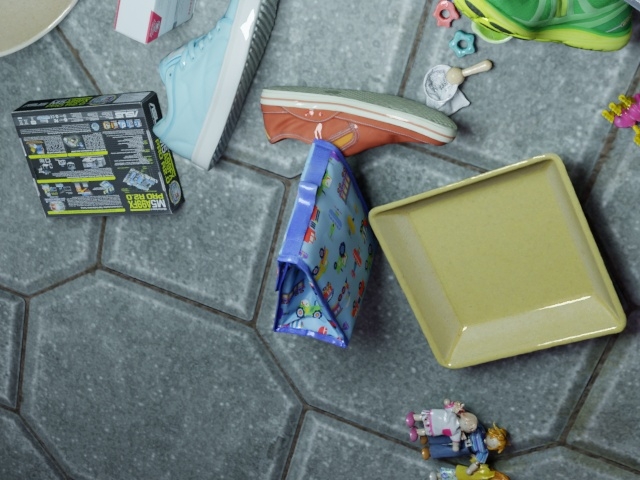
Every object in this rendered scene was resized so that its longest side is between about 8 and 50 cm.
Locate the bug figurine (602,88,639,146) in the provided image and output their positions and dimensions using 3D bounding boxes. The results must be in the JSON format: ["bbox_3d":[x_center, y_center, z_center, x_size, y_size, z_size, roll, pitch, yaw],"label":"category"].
[{"bbox_3d":[0.545,-0.186,1.448,0.279,0.072,0.216,41,129,-12],"label":"bug figurine"}]

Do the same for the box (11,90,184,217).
[{"bbox_3d":[-0.399,-0.150,1.799,0.270,0.060,0.216,-2,119,20],"label":"box"}]

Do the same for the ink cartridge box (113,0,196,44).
[{"bbox_3d":[-0.251,-0.385,1.560,0.063,0.150,0.109,24,123,10],"label":"ink cartridge box"}]

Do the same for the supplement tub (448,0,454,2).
[{"bbox_3d":[0.139,-0.428,1.405,0.200,0.144,0.144,21,123,6],"label":"supplement tub"}]

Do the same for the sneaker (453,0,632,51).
[{"bbox_3d":[0.308,-0.336,1.377,0.296,0.109,0.123,1,109,-29],"label":"sneaker"}]

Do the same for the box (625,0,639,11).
[{"bbox_3d":[0.400,-0.371,1.246,0.395,0.318,0.097,34,124,-1],"label":"box"}]

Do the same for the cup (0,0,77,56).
[{"bbox_3d":[-0.547,-0.478,1.539,0.237,0.331,0.331,47,126,19],"label":"cup"}]

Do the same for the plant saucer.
[{"bbox_3d":[0.294,0.030,1.653,0.333,0.081,0.333,-17,112,26],"label":"plant saucer"}]

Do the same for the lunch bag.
[{"bbox_3d":[0.000,0.000,1.584,0.138,0.221,0.293,11,151,12],"label":"lunch bag"}]

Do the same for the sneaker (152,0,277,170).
[{"bbox_3d":[-0.186,-0.281,1.607,0.150,0.135,0.366,26,123,0],"label":"sneaker"}]

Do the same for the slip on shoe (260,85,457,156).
[{"bbox_3d":[0.056,-0.180,1.581,0.331,0.123,0.101,9,107,22],"label":"slip on shoe"}]

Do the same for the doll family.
[{"bbox_3d":[0.273,0.406,1.873,0.163,0.118,0.263,-9,97,30],"label":"doll family"}]

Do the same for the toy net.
[{"bbox_3d":[0.206,-0.283,1.524,0.122,0.045,0.232,29,124,0],"label":"toy net"}]
